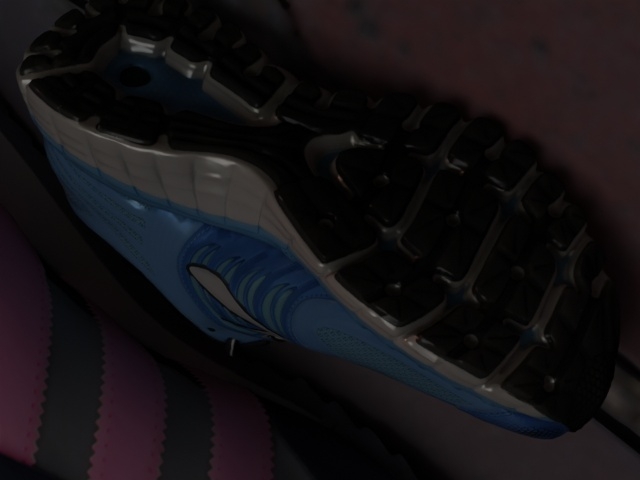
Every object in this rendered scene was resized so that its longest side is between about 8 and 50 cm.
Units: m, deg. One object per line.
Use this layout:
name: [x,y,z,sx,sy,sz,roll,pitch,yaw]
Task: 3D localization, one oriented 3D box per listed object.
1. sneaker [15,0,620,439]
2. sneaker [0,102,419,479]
sneaker: [0.000,0.000,0.446,0.162,0.063,0.073,31,146,19]
sneaker: [-0.078,0.071,0.476,0.319,0.131,0.112,40,130,7]
